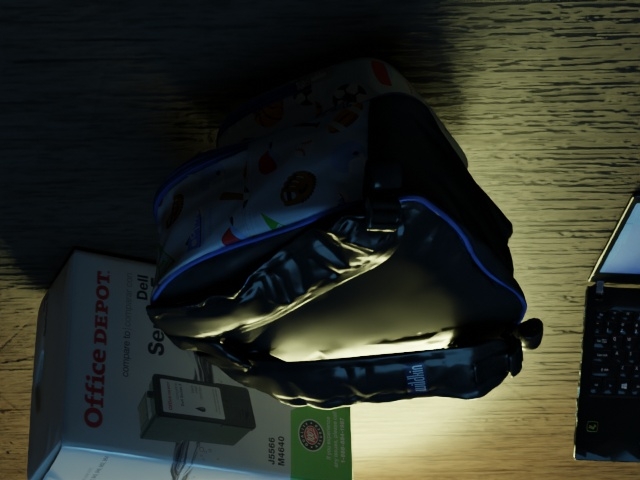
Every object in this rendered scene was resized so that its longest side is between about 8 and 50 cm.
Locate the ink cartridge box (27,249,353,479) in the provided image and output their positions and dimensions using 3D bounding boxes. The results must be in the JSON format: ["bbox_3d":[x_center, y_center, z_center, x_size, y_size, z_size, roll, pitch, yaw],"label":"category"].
[{"bbox_3d":[-0.117,0.139,1.638,0.272,0.198,0.115,11,148,-20],"label":"ink cartridge box"}]

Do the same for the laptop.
[{"bbox_3d":[0.366,0.088,1.627,0.234,0.264,0.136,3,-174,-6],"label":"laptop"}]

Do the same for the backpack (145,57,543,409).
[{"bbox_3d":[0.000,0.000,1.398,0.263,0.213,0.276,-22,138,18],"label":"backpack"}]
